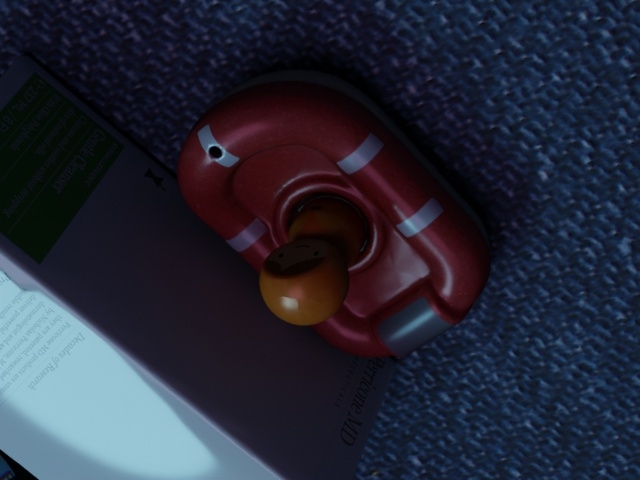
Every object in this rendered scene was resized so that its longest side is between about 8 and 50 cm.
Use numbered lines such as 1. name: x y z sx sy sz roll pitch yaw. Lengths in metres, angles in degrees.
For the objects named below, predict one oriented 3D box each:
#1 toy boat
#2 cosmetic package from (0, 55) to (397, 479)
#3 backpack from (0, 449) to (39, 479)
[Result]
1. toy boat: 0.000 0.000 1.201 0.231 0.151 0.151 45 124 -13
2. cosmetic package: -0.144 0.068 1.267 0.365 0.197 0.155 38 124 -10
3. backpack: -0.283 0.185 1.411 0.173 0.158 0.117 42 118 -8
